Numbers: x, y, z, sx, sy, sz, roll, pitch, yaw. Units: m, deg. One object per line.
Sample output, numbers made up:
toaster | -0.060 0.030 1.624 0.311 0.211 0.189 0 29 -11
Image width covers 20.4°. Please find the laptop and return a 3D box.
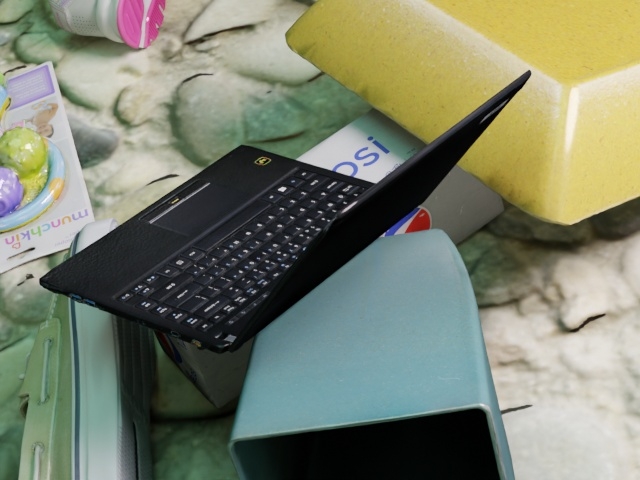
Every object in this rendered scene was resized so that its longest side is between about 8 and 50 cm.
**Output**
laptop | -0.027 -0.039 1.214 0.264 0.137 0.234 18 37 32

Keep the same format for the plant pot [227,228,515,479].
plant pot | 0.046 0.106 1.222 0.165 0.165 0.234 -9 36 10

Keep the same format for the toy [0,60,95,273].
toy | -0.288 -0.074 1.570 0.137 0.056 0.237 -21 45 0

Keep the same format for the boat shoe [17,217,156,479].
boat shoe | -0.181 0.109 1.329 0.094 0.109 0.302 -13 48 9

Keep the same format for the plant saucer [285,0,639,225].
plant saucer | 0.196 -0.164 1.402 0.332 0.081 0.333 -20 40 -32

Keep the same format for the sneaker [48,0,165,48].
sneaker | -0.192 -0.292 1.711 0.111 0.103 0.252 4 49 19

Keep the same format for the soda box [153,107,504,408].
soda box | 0.000 0.000 1.376 0.286 0.098 0.091 -35 46 -15
